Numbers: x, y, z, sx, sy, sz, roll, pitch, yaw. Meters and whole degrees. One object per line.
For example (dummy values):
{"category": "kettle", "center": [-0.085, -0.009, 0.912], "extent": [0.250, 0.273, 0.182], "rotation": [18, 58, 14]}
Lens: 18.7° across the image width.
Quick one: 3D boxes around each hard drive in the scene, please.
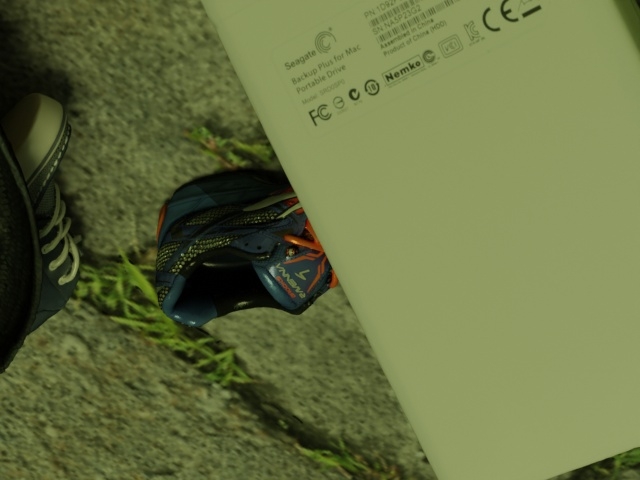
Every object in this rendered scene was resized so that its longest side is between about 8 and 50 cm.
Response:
{"category": "hard drive", "center": [0.083, -0.037, 0.955], "extent": [0.203, 0.040, 0.308], "rotation": [-25, 93, 33]}

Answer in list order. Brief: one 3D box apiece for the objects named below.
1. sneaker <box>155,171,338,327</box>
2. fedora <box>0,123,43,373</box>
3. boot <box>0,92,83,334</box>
{"category": "sneaker", "center": [0.000, 0.000, 1.077], "extent": [0.221, 0.087, 0.083], "rotation": [-20, 125, 29]}
{"category": "fedora", "center": [-0.312, -0.006, 1.061], "extent": [0.334, 0.152, 0.334], "rotation": [20, 134, 22]}
{"category": "boot", "center": [-0.167, -0.012, 1.133], "extent": [0.086, 0.069, 0.190], "rotation": [26, 141, -19]}
